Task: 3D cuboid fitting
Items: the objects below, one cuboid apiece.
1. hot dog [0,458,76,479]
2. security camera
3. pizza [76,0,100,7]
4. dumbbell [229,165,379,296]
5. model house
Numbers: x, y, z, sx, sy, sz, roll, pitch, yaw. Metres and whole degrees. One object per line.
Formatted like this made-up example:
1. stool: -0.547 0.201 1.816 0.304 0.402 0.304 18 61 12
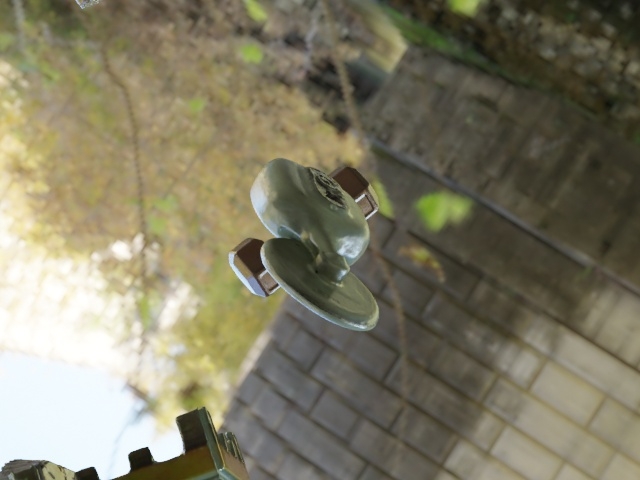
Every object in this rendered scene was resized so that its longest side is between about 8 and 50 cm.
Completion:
1. hot dog: -0.273 0.325 1.632 0.268 0.075 0.144 50 -163 -54
2. security camera: 0.000 0.000 1.719 0.157 0.080 0.301 29 -161 -22
3. pizza: -0.245 -0.386 1.777 0.154 0.194 0.069 70 -159 2
4. dumbbell: -0.022 -0.015 2.099 0.082 0.231 0.092 42 166 50
5. model house: -0.141 0.287 1.289 0.224 0.198 0.215 76 177 -74
